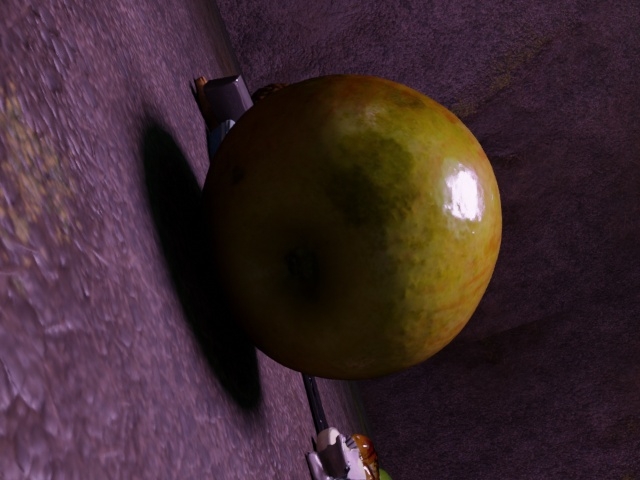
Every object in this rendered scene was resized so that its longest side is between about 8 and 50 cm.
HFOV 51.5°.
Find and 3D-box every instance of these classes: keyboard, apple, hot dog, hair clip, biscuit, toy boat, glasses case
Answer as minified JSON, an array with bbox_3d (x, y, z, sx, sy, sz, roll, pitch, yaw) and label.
[{"bbox_3d":[-0.013,0.291,1.267,0.087,0.017,0.251,68,2,-48],"label":"keyboard"},{"bbox_3d":[0.030,-0.010,0.731,0.339,0.339,0.340,-19,90,-89],"label":"apple"},{"bbox_3d":[0.102,0.523,1.366,0.163,0.081,0.271,-104,176,-63],"label":"hot dog"},{"bbox_3d":[0.035,0.364,1.029,0.218,0.071,0.159,56,16,-64],"label":"hair clip"},{"bbox_3d":[-0.185,-0.211,1.216,0.133,0.027,0.184,-111,180,-56],"label":"biscuit"},{"bbox_3d":[-0.118,-0.124,1.062,0.215,0.102,0.088,-107,176,-51],"label":"toy boat"},{"bbox_3d":[-0.136,-0.194,1.150,0.042,0.072,0.191,-71,148,-44],"label":"glasses case"}]

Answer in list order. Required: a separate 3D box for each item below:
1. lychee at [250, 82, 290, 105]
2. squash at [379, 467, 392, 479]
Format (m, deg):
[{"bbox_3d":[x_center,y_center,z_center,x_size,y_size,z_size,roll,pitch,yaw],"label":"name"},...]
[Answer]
[{"bbox_3d":[-0.086,-0.270,1.628,0.236,0.271,0.236,2,90,-70],"label":"lychee"},{"bbox_3d":[0.158,0.661,1.770,0.292,0.082,0.082,69,2,-58],"label":"squash"}]
